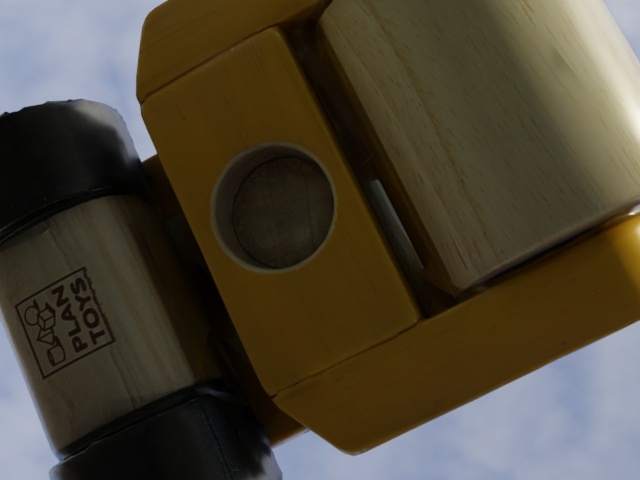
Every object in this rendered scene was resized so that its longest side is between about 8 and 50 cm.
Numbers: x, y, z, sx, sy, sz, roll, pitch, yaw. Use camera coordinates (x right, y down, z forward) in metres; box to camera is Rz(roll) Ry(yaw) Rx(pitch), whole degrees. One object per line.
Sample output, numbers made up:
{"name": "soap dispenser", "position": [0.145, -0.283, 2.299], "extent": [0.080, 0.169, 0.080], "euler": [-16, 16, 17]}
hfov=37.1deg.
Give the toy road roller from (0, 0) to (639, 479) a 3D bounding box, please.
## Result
{"name": "toy road roller", "position": [0.000, 0.000, 0.483], "extent": [0.329, 0.240, 0.202], "euler": [-28, -101, 13]}
